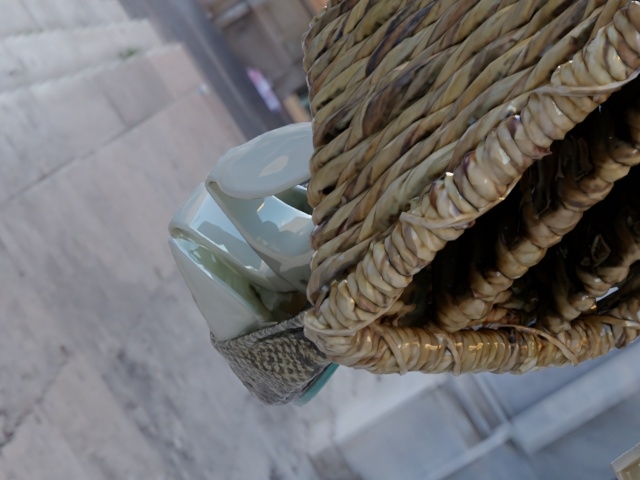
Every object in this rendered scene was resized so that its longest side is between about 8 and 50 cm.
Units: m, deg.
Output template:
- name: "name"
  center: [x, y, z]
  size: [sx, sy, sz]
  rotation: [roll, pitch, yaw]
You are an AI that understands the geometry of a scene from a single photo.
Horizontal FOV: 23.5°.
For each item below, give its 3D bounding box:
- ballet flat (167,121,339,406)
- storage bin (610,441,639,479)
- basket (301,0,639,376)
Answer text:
- name: "ballet flat"
  center: [0.000, 0.000, 1.012]
  size: [0.182, 0.164, 0.483]
  rotation: [27, -20, -14]
- name: "storage bin"
  center: [0.331, 0.154, 0.766]
  size: [0.123, 0.262, 0.260]
  rotation: [16, 40, -48]
- name: "basket"
  center: [0.153, -0.063, 0.613]
  size: [0.213, 0.299, 0.223]
  rotation: [32, 31, -24]
